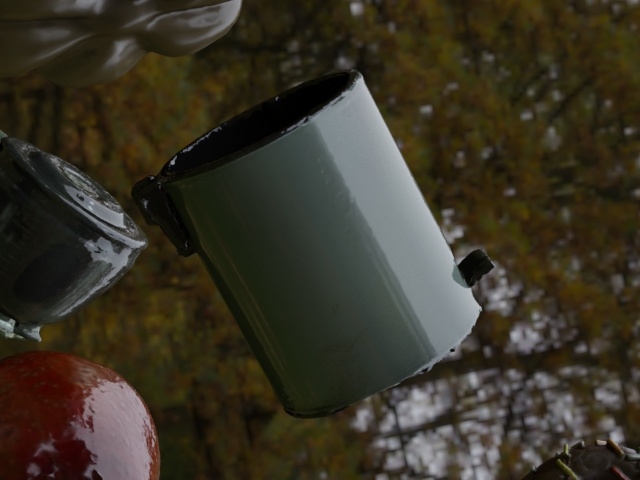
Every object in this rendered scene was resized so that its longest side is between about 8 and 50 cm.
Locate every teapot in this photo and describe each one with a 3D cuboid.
[{"bbox_3d":[-0.421,-0.012,2.115,0.322,0.239,0.239,38,5,-10],"label":"teapot"}]

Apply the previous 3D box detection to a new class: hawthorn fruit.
[{"bbox_3d":[-0.321,0.284,1.865,0.369,0.285,0.284,-148,-130,-76],"label":"hawthorn fruit"}]

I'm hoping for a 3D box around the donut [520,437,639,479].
[{"bbox_3d":[0.339,0.357,1.881,0.103,0.270,0.269,92,-19,-55],"label":"donut"}]

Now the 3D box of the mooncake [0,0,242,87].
[{"bbox_3d":[-0.301,-0.400,2.184,0.467,0.467,0.262,116,-42,-65],"label":"mooncake"}]

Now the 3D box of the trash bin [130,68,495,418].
[{"bbox_3d":[0.000,0.000,1.506,0.262,0.277,0.217,63,-1,-14],"label":"trash bin"}]
